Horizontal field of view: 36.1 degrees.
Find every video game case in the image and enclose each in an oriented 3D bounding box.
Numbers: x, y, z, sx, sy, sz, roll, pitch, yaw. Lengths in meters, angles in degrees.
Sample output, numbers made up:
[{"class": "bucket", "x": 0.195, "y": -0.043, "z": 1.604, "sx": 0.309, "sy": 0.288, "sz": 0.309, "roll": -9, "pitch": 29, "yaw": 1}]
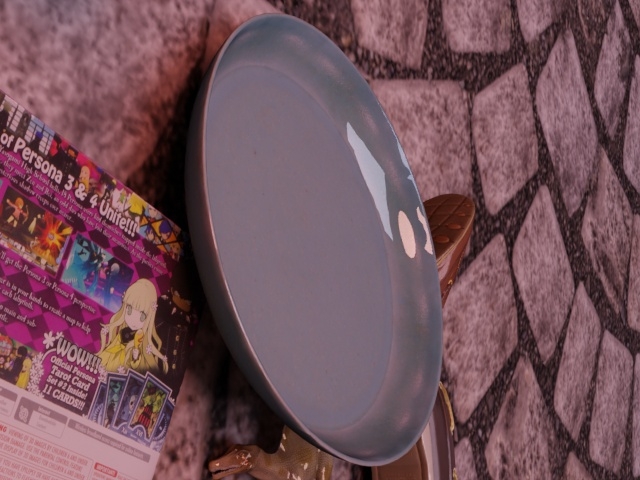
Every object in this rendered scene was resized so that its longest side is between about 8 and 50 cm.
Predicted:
[{"class": "video game case", "x": -0.157, "y": 0.053, "z": 0.503, "sx": 0.232, "sy": 0.042, "sz": 0.210, "roll": 42, "pitch": 56, "yaw": -50}]

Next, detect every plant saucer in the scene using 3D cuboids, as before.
[{"class": "plant saucer", "x": 0.000, "y": 0.000, "z": 0.689, "sx": 0.317, "sy": 0.044, "sz": 0.317, "roll": 38, "pitch": 44, "yaw": -48}]

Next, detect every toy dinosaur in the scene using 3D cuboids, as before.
[{"class": "toy dinosaur", "x": -0.006, "y": 0.164, "z": 0.730, "sx": 0.183, "sy": 0.053, "sz": 0.092, "roll": -12, "pitch": 99, "yaw": -56}]

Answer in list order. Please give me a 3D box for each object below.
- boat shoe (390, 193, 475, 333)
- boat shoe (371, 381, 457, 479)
[{"class": "boat shoe", "x": 0.085, "y": 0.032, "z": 0.865, "sx": 0.178, "sy": 0.064, "sz": 0.060, "roll": -55, "pitch": 143, "yaw": -30}, {"class": "boat shoe", "x": 0.082, "y": 0.221, "z": 0.839, "sx": 0.069, "sy": 0.081, "sz": 0.227, "roll": 2, "pitch": 86, "yaw": -53}]
